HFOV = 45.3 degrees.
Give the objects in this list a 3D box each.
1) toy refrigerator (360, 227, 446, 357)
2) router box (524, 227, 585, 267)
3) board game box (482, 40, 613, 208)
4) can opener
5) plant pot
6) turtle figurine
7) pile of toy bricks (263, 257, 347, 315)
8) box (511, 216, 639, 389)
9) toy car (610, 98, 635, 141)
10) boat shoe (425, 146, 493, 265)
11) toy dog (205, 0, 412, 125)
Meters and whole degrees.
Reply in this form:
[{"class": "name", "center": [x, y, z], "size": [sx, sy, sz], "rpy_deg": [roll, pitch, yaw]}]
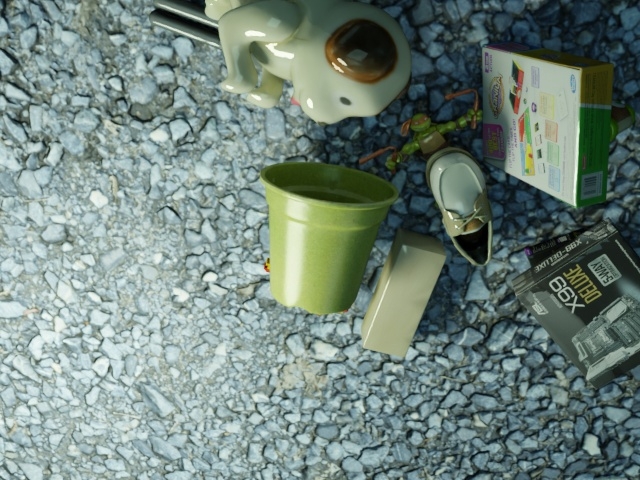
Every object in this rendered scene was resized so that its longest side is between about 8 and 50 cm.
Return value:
[{"class": "toy refrigerator", "center": [0.179, 0.116, 1.695], "size": [0.102, 0.094, 0.269], "rpy_deg": [14, 115, -8]}, {"class": "router box", "center": [0.537, 0.078, 1.662], "size": [0.133, 0.046, 0.179], "rpy_deg": [-21, 111, 14]}, {"class": "board game box", "center": [0.400, -0.223, 1.398], "size": [0.064, 0.316, 0.242], "rpy_deg": [-12, 115, -15]}, {"class": "can opener", "center": [-0.203, -0.412, 1.506], "size": [0.280, 0.093, 0.074], "rpy_deg": [22, 113, 2]}, {"class": "plant pot", "center": [0.000, 0.000, 1.549], "size": [0.276, 0.276, 0.253], "rpy_deg": [10, 110, 2]}, {"class": "turtle figurine", "center": [0.224, -0.175, 1.560], "size": [0.269, 0.087, 0.217], "rpy_deg": [-32, 118, 2]}, {"class": "pile of toy bricks", "center": [-0.029, 0.111, 1.721], "size": [0.212, 0.118, 0.105], "rpy_deg": [12, 154, -10]}, {"class": "box", "center": [0.592, 0.137, 1.614], "size": [0.242, 0.076, 0.307], "rpy_deg": [-36, 108, 19]}, {"class": "toy car", "center": [0.488, -0.263, 1.464], "size": [0.149, 0.155, 0.188], "rpy_deg": [-31, 89, 40]}, {"class": "boat shoe", "center": [0.293, -0.062, 1.523], "size": [0.113, 0.103, 0.302], "rpy_deg": [-24, 139, 10]}, {"class": "toy dog", "center": [-0.011, -0.379, 1.310], "size": [0.395, 0.284, 0.408], "rpy_deg": [-34, 76, 0]}]
